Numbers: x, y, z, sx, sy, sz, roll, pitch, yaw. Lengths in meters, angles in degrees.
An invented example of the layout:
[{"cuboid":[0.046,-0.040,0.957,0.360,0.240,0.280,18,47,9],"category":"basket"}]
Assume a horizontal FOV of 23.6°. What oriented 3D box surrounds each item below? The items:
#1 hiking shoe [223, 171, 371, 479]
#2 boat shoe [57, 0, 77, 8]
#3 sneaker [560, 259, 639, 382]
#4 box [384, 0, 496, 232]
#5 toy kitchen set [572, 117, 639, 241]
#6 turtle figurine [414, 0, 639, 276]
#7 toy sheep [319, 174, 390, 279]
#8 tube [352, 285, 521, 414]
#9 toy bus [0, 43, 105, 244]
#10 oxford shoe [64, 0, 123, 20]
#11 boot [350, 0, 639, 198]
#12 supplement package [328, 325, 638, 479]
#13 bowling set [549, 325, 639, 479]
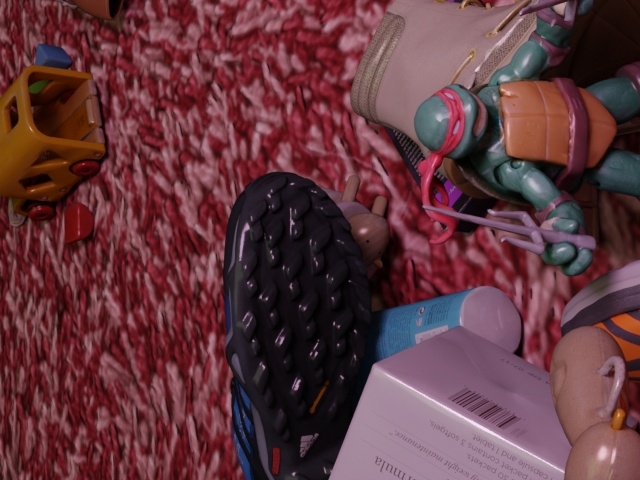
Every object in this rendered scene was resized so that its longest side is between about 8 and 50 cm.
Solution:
[{"cuboid":[-0.032,0.096,1.105,0.132,0.113,0.304,17,118,56],"category":"hiking shoe"},{"cuboid":[-0.299,-0.359,1.578,0.098,0.096,0.277,-43,54,40],"category":"boat shoe"},{"cuboid":[0.253,0.093,0.779,0.321,0.124,0.180,-12,75,51],"category":"sneaker"},{"cuboid":[0.095,-0.102,1.090,0.116,0.029,0.162,-54,48,32],"category":"box"},{"cuboid":[0.165,-0.045,0.957,0.075,0.068,0.083,-10,78,52],"category":"toy kitchen set"},{"cuboid":[0.139,-0.066,0.854,0.118,0.234,0.175,-6,84,61],"category":"turtle figurine"},{"cuboid":[0.000,0.000,1.155,0.132,0.091,0.091,-9,78,46],"category":"toy sheep"},{"cuboid":[0.059,0.078,1.100,0.207,0.052,0.080,-22,68,55],"category":"tube"},{"cuboid":[-0.302,-0.092,1.542,0.191,0.104,0.202,29,108,50],"category":"toy bus"},{"cuboid":[-0.177,-0.308,1.454,0.076,0.076,0.212,32,112,17],"category":"oxford shoe"},{"cuboid":[0.122,-0.139,0.984,0.213,0.077,0.165,-49,34,0],"category":"boot"},{"cuboid":[0.075,0.200,0.955,0.139,0.134,0.244,27,109,23],"category":"supplement package"},{"cuboid":[0.167,0.201,0.765,0.154,0.199,0.287,-81,7,-64],"category":"bowling set"}]
